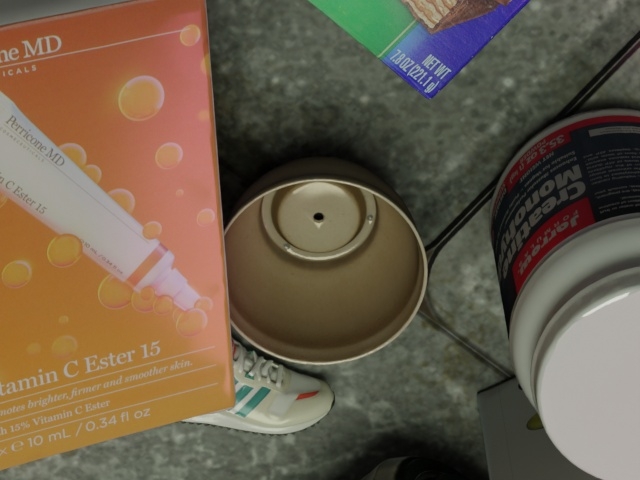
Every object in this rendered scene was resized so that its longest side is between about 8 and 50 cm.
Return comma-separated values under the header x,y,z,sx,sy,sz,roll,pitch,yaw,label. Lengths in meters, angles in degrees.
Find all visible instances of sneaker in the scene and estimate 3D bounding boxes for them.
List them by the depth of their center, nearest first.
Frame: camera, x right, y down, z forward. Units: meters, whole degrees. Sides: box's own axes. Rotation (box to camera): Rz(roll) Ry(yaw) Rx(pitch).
x,y,z,sx,sy,sz,roll,pitch,yaw,label
-0.067,0.112,1.586,0.161,0.057,0.075,6,124,0,sneaker

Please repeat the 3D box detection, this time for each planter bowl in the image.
x,y,z,sx,sy,sz,roll,pitch,yaw,label
0.000,0.000,1.496,0.162,0.109,0.162,0,119,0,planter bowl

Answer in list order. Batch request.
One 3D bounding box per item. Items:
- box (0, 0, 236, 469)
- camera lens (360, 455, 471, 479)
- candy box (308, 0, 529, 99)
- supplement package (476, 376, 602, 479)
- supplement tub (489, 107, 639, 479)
x,y,z,sx,sy,sz,roll,pitch,yaw,label
-0.197,-0.033,1.408,0.215,0.168,0.345,-14,120,-19,box
0.047,0.331,1.614,0.219,0.219,0.274,41,111,-20,camera lens
0.085,-0.301,1.326,0.268,0.122,0.317,38,111,-18,candy box
0.240,0.237,1.540,0.145,0.262,0.204,-26,115,12,supplement package
0.229,0.036,1.425,0.191,0.272,0.191,0,118,0,supplement tub
